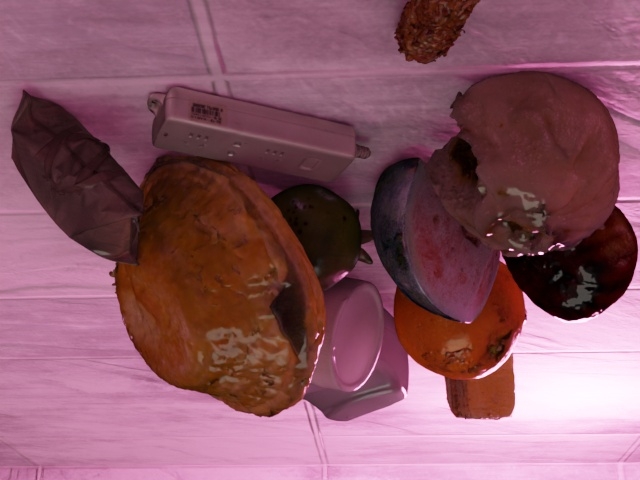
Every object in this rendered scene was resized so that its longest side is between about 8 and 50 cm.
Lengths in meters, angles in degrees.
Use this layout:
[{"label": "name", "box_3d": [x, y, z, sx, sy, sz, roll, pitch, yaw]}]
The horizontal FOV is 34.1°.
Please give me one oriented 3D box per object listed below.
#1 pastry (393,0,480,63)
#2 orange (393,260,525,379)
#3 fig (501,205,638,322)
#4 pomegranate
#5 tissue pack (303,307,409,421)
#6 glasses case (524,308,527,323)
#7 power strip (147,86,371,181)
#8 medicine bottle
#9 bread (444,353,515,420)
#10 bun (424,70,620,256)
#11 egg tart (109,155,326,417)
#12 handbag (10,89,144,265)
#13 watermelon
[{"label": "pastry", "box_3d": [0.139, -0.260, 1.243, 0.087, 0.063, 0.169, 3, 155, -11]}, {"label": "orange", "box_3d": [0.250, 0.127, 1.901, 0.246, 0.246, 0.246, 0, 156, 0]}, {"label": "fig", "box_3d": [0.403, 0.018, 1.675, 0.224, 0.224, 0.263, -11, 159, 24]}, {"label": "pomegranate", "box_3d": [0.000, 0.000, 1.701, 0.181, 0.181, 0.224, -20, 162, 38]}, {"label": "tissue pack", "box_3d": [0.021, 0.205, 2.085, 0.229, 0.236, 0.333, -24, 147, 27]}, {"label": "glasses case", "box_3d": [0.283, 0.179, 2.192, 0.314, 0.075, 0.122, -18, 152, 34]}, {"label": "power strip", "box_3d": [-0.085, -0.148, 1.501, 0.338, 0.058, 0.098, 10, 154, -20]}, {"label": "medicine bottle", "box_3d": [-0.092, 0.140, 1.841, 0.371, 0.211, 0.211, 8, 162, 30]}, {"label": "bread", "box_3d": [0.356, 0.311, 2.342, 0.138, 0.196, 0.102, 4, 159, -18]}, {"label": "bun", "box_3d": [0.291, -0.087, 1.453, 0.281, 0.205, 0.281, -1, 156, -1]}, {"label": "egg tart", "box_3d": [-0.186, 0.083, 1.598, 0.178, 0.443, 0.443, -25, 173, -37]}, {"label": "handbag", "box_3d": [-0.345, -0.091, 1.478, 0.270, 0.117, 0.182, 44, 153, 10]}, {"label": "watermelon", "box_3d": [0.158, 0.021, 1.685, 0.175, 0.188, 0.322, 2, 147, 47]}]
